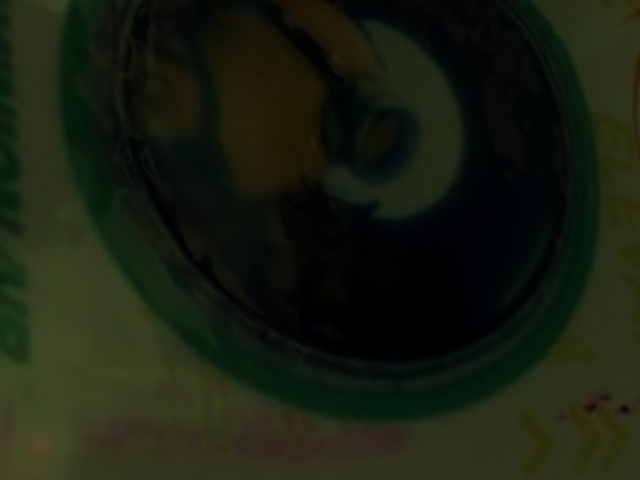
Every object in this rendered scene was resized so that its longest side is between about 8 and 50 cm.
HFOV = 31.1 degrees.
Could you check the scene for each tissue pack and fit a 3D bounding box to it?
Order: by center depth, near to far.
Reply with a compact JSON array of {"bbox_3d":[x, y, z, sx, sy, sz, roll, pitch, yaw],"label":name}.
[{"bbox_3d":[0.000,0.000,0.443,0.388,0.162,0.287,2,-108,-28],"label":"tissue pack"}]
